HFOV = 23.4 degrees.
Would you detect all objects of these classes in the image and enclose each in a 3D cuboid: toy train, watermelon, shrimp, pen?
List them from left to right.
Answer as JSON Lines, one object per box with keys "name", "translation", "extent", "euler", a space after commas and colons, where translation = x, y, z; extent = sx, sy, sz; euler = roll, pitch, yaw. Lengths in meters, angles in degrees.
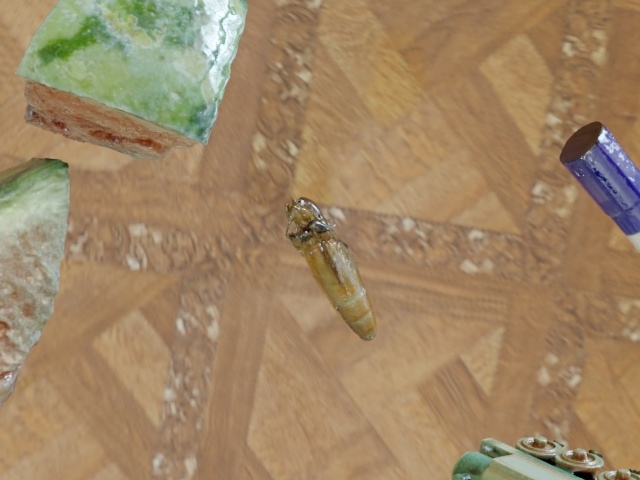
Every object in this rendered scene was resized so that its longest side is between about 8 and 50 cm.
{"name": "watermelon", "translation": [-0.180, 0.025, 0.785], "extent": [0.094, 0.081, 0.180], "euler": [34, 130, 5]}
{"name": "watermelon", "translation": [-0.102, -0.073, 0.772], "extent": [0.098, 0.121, 0.158], "euler": [34, 125, -9]}
{"name": "shrimp", "translation": [0.001, -0.001, 1.160], "extent": [0.034, 0.124, 0.178], "euler": [-28, 137, 5]}
{"name": "toy train", "translation": [0.201, 0.227, 1.366], "extent": [0.125, 0.194, 0.081], "euler": [-2, 103, -38]}
{"name": "pen", "translation": [0.230, 0.039, 0.901], "extent": [0.033, 0.033, 0.269], "euler": [-42, 107, 2]}
